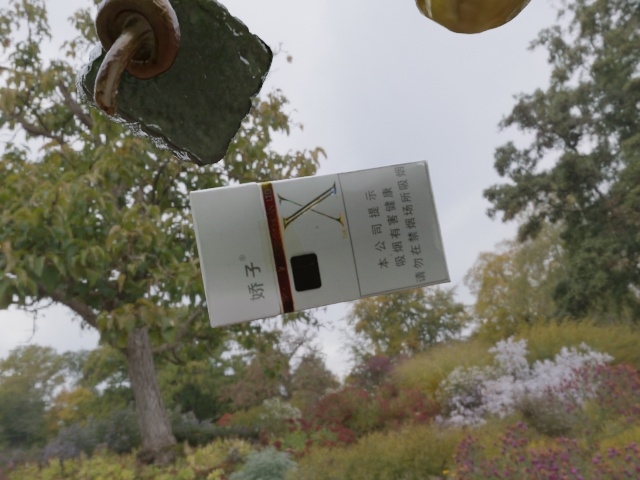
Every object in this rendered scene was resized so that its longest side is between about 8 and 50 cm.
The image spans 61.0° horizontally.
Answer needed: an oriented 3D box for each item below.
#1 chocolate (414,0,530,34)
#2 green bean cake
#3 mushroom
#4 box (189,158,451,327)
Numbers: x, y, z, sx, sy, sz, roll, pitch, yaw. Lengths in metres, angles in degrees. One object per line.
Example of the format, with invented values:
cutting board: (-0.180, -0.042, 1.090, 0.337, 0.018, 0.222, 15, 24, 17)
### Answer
chocolate: (0.076, -0.248, 0.158, 0.162, 0.162, 0.445, -13, -20, 5)
green bean cake: (-0.171, -0.204, 0.657, 0.185, 0.183, 0.094, 30, -10, -33)
mushroom: (-0.189, -0.186, 0.539, 0.088, 0.129, 0.073, 24, 5, -4)
box: (0.000, 0.000, 0.351, 0.154, 0.084, 0.040, -10, -1, -12)
